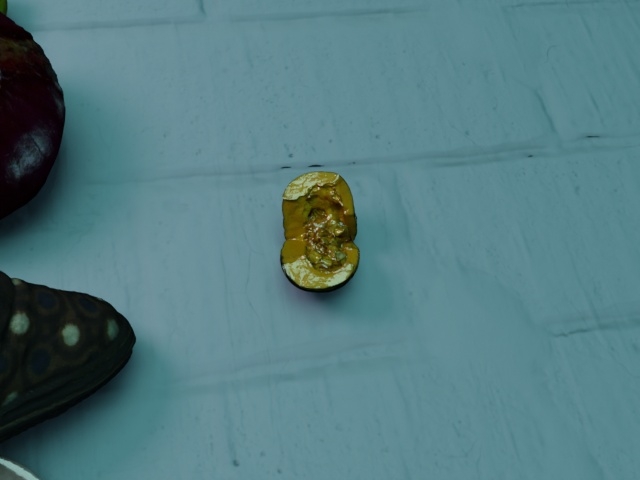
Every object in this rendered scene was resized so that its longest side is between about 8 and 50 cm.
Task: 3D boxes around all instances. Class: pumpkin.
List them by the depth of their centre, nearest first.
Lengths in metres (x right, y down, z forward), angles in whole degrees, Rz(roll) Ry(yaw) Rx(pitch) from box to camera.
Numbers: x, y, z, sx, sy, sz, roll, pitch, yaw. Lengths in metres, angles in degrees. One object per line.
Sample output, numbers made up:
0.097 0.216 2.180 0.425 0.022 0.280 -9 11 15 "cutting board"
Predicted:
0.000 0.000 1.149 0.119 0.108 0.183 2 68 1 "pumpkin"

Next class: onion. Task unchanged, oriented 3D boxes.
-0.500 -0.156 1.071 0.260 0.282 0.337 48 54 -5 "onion"

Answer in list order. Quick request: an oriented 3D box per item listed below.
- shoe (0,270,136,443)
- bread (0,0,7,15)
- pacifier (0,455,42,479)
-0.412 0.114 0.905 0.384 0.171 0.237 -27 111 -43 "shoe"
-0.715 -0.404 1.264 0.383 0.112 0.166 14 63 0 "bread"
-0.388 0.383 0.823 0.220 0.273 0.332 -23 64 3 "pacifier"
